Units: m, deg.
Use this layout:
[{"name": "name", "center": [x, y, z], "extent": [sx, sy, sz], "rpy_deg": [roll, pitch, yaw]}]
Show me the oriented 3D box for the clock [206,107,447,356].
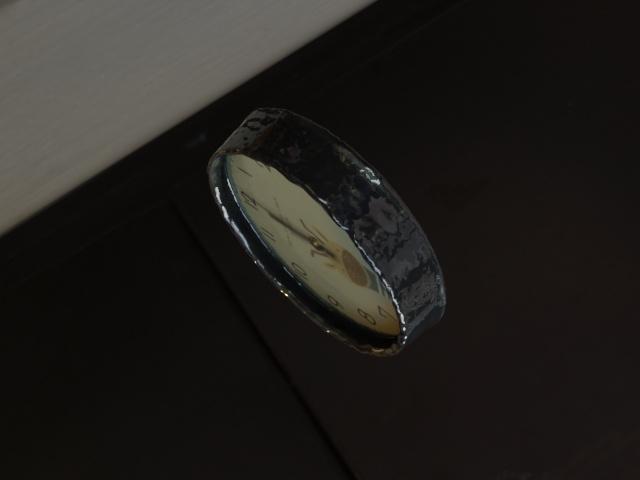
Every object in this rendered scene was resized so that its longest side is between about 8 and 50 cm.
[{"name": "clock", "center": [0.000, 0.000, 0.606], "extent": [0.184, 0.040, 0.184], "rpy_deg": [39, 157, 20]}]
